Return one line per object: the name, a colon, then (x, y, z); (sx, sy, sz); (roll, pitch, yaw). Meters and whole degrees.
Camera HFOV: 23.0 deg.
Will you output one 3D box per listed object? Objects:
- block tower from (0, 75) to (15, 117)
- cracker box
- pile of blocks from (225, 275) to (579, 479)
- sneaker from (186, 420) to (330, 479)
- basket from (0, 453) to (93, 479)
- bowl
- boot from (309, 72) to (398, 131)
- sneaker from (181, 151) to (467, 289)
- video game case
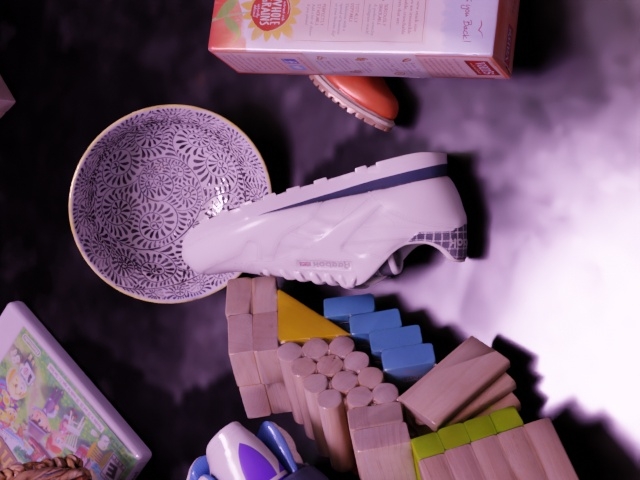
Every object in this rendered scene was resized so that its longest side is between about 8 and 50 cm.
block tower: (-0.449, -0.067, 1.556); (0.335, 0.097, 0.091); (-42, 70, 24)
cracker box: (0.039, -0.209, 1.221); (0.232, 0.067, 0.155); (4, 80, 22)
pile of blocks: (0.064, 0.145, 1.237); (0.362, 0.149, 0.112); (37, 152, 37)
sneaker: (-0.008, 0.245, 1.154); (0.236, 0.130, 0.323); (59, 159, -11)
basket: (-0.265, 0.367, 1.311); (0.223, 0.213, 0.299); (47, 130, 35)
bowl: (-0.131, -0.037, 1.343); (0.170, 0.080, 0.170); (-3, 103, -11)
boot: (0.026, -0.162, 1.276); (0.084, 0.059, 0.158); (-44, 67, 20)
sneaker: (0.000, 0.000, 1.256); (0.235, 0.090, 0.095); (-15, 92, 19)
video game case: (-0.274, 0.198, 1.484); (0.212, 0.023, 0.193); (45, 112, 24)
